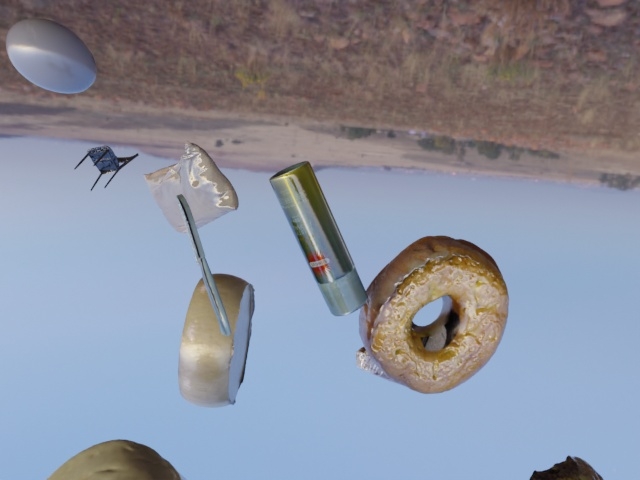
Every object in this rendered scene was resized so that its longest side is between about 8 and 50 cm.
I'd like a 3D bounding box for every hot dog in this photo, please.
[{"bbox_3d":[0.191,0.333,1.534,0.252,0.069,0.131,28,170,-33],"label":"hot dog"}]

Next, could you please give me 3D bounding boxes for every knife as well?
[{"bbox_3d":[-0.163,0.032,0.817,0.015,0.210,0.028,-18,175,-17],"label":"knife"}]

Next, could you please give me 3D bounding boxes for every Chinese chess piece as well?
[{"bbox_3d":[-0.192,0.187,1.116,0.102,0.250,0.250,7,-173,0],"label":"Chinese chess piece"}]

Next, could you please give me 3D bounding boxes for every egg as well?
[{"bbox_3d":[-0.601,-0.412,1.329,0.146,0.147,0.198,12,163,46],"label":"egg"}]

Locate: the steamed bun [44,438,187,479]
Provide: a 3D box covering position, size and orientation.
[{"bbox_3d":[-0.177,0.487,0.654,0.290,0.371,0.456,-36,-136,-20],"label":"steamed bun"}]

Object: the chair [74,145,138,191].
[{"bbox_3d":[-0.267,-0.100,0.736,0.037,0.042,0.086,-6,-147,19],"label":"chair"}]

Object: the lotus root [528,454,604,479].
[{"bbox_3d":[0.419,0.558,1.047,0.210,0.314,0.142,-11,-155,-33],"label":"lotus root"}]

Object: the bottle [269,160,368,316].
[{"bbox_3d":[0.000,0.000,1.083,0.082,0.286,0.082,-23,-166,6],"label":"bottle"}]

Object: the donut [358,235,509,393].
[{"bbox_3d":[0.227,0.151,1.186,0.299,0.318,0.150,2,-170,4],"label":"donut"}]

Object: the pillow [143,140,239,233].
[{"bbox_3d":[-0.285,-0.108,1.273,0.067,0.173,0.270,-34,-172,-39],"label":"pillow"}]
